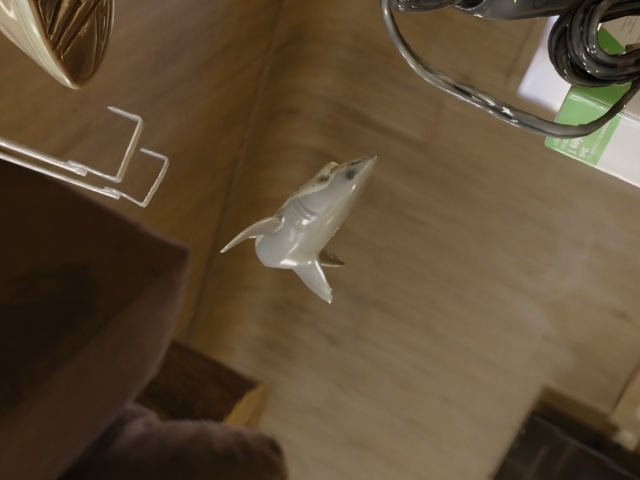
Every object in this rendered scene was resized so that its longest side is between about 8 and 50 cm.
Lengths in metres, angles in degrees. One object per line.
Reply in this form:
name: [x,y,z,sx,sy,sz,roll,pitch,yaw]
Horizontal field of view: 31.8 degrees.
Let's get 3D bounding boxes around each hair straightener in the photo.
hair straightener: [0.117,-0.080,0.346,0.230,0.089,0.047,-15,144,-31]

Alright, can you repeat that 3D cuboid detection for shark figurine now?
shark figurine: [-0.017,0.015,1.187,0.166,0.116,0.278,-37,177,-15]

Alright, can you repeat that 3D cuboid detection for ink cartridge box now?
ink cartridge box: [0.335,-0.117,0.992,0.160,0.219,0.092,-59,170,-28]

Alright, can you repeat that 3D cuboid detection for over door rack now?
over door rack: [-0.308,-0.067,0.977,0.239,0.324,0.108,136,-38,-85]

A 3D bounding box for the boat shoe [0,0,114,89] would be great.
boat shoe: [-0.245,-0.229,0.844,0.302,0.098,0.109,66,40,-59]
